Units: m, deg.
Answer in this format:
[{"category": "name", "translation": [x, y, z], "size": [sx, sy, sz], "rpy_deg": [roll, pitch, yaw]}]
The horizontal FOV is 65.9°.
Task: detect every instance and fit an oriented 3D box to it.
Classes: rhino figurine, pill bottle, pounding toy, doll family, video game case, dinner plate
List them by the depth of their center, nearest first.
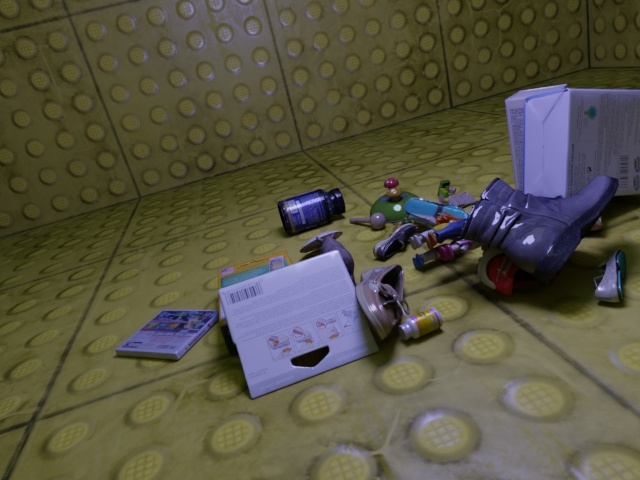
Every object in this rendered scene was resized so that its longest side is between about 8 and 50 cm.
[{"category": "pill bottle", "translation": [0.199, 0.169, 0.990], "size": [0.083, 0.043, 0.043], "rpy_deg": [-21, 22, -16]}, {"category": "doll family", "translation": [0.319, -0.021, 1.181], "size": [0.163, 0.118, 0.263], "rpy_deg": [-20, -4, -14]}, {"category": "video game case", "translation": [-0.378, 0.231, 1.239], "size": [0.201, 0.023, 0.183], "rpy_deg": [-4, 24, 28]}, {"category": "rhino figurine", "translation": [0.036, 0.043, 1.320], "size": [0.073, 0.106, 0.243], "rpy_deg": [-17, 22, -7]}, {"category": "dinner plate", "translation": [0.000, 0.000, 1.471], "size": [0.141, 0.017, 0.141], "rpy_deg": [-24, -13, -6]}, {"category": "pounding toy", "translation": [0.223, -0.134, 1.634], "size": [0.237, 0.110, 0.183], "rpy_deg": [-24, 23, -24]}, {"category": "pill bottle", "translation": [-0.030, -0.109, 1.717], "size": [0.219, 0.123, 0.123], "rpy_deg": [-17, 22, -8]}]

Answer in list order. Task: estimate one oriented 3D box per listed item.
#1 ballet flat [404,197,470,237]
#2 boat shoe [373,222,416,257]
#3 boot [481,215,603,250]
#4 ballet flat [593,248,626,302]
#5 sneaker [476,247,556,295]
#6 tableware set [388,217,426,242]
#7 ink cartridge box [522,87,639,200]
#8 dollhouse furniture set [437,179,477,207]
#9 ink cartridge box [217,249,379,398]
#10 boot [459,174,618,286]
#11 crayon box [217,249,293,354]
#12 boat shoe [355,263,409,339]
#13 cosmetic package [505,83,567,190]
[{"category": "ballet flat", "translation": [0.350, -0.065, 1.416], "size": [0.241, 0.077, 0.091], "rpy_deg": [29, 90, 39]}, {"category": "boat shoe", "translation": [0.216, 0.006, 1.377], "size": [0.152, 0.056, 0.049], "rpy_deg": [-36, 37, -19]}, {"category": "boot", "translation": [0.554, -0.046, 1.239], "size": [0.269, 0.089, 0.236], "rpy_deg": [0, 26, 31]}, {"category": "ballet flat", "translation": [0.578, 0.067, 0.990], "size": [0.052, 0.057, 0.168], "rpy_deg": [-10, 19, 38]}, {"category": "sneaker", "translation": [0.478, 0.047, 1.082], "size": [0.279, 0.107, 0.118], "rpy_deg": [-24, 42, -16]}, {"category": "tableware set", "translation": [0.258, -0.038, 1.492], "size": [0.104, 0.024, 0.154], "rpy_deg": [3, 28, 39]}, {"category": "ink cartridge box", "translation": [0.731, -0.247, 1.285], "size": [0.395, 0.270, 0.151], "rpy_deg": [-6, 10, -19]}, {"category": "dollhouse furniture set", "translation": [0.439, -0.137, 1.623], "size": [0.076, 0.058, 0.152], "rpy_deg": [-13, 39, -17]}, {"category": "ink cartridge box", "translation": [-0.047, 0.170, 1.028], "size": [0.275, 0.060, 0.239], "rpy_deg": [-18, 67, -9]}, {"category": "boot", "translation": [0.463, -0.077, 1.047], "size": [0.222, 0.118, 0.338], "rpy_deg": [36, 57, 25]}, {"category": "crayon box", "translation": [-0.146, 0.140, 1.231], "size": [0.203, 0.083, 0.323], "rpy_deg": [-17, 22, -7]}, {"category": "boat shoe", "translation": [0.136, 0.112, 1.050], "size": [0.089, 0.104, 0.285], "rpy_deg": [-26, 14, 13]}, {"category": "cosmetic package", "translation": [0.680, -0.311, 1.522], "size": [0.153, 0.296, 0.129], "rpy_deg": [6, 31, 41]}]
